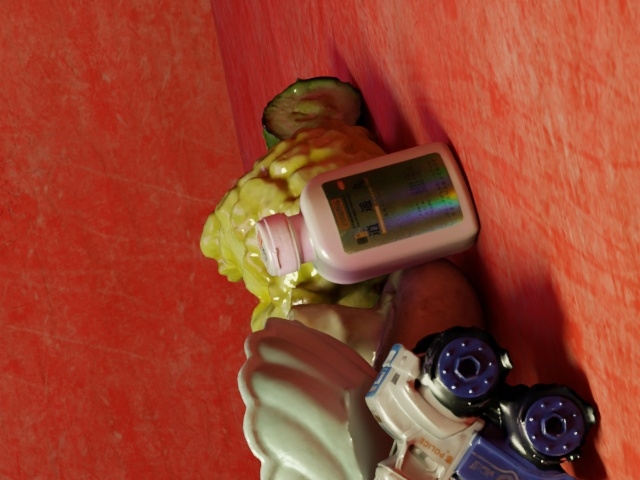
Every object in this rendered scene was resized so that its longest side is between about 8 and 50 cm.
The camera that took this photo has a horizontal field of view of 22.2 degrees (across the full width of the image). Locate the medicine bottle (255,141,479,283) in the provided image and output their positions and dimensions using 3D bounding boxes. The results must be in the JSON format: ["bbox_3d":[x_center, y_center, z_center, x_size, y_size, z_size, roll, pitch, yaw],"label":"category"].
[{"bbox_3d":[0.045,-0.020,1.679,0.078,0.219,0.115,98,155,-68],"label":"medicine bottle"}]

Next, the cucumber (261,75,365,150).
[{"bbox_3d":[0.007,-0.087,2.138,0.134,0.134,0.244,-113,9,-45],"label":"cucumber"}]

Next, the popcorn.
[{"bbox_3d":[0.005,0.006,1.901,0.237,0.293,0.293,50,160,25],"label":"popcorn"}]

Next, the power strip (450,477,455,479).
[{"bbox_3d":[0.195,0.313,1.779,0.213,0.064,0.198,68,179,-55],"label":"power strip"}]

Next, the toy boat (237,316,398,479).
[{"bbox_3d":[0.018,0.207,1.563,0.199,0.100,0.290,-6,-98,-60],"label":"toy boat"}]

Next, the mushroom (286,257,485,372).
[{"bbox_3d":[0.076,0.116,1.740,0.206,0.209,0.206,-1,-90,-70],"label":"mushroom"}]

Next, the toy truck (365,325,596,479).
[{"bbox_3d":[0.136,0.187,1.487,0.213,0.177,0.161,34,173,0],"label":"toy truck"}]
